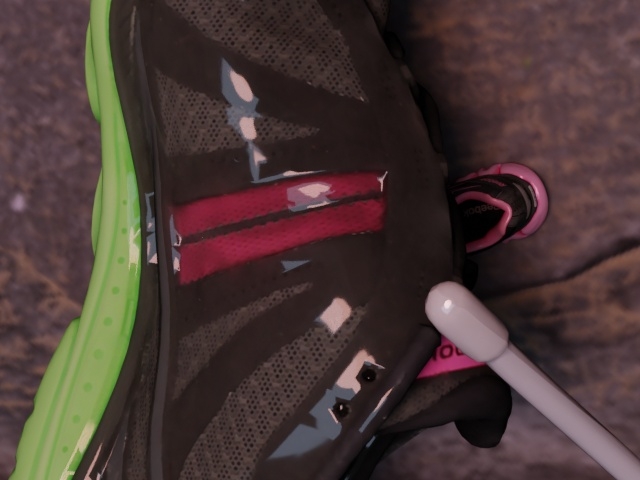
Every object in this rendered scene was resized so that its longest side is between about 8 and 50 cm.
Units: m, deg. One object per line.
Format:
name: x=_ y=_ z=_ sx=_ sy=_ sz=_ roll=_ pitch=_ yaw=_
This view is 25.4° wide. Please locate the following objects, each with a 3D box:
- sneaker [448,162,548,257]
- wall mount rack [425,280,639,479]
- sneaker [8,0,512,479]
sneaker: x=0.049 y=-0.003 z=0.687 sx=0.119 sy=0.057 sz=0.047 roll=-22 pitch=97 yaw=24
wall mount rack: x=0.095 y=0.194 z=0.545 sx=0.304 sy=0.130 sz=0.350 roll=39 pitch=89 yaw=4
sneaker: x=0.000 y=0.000 z=0.617 sx=0.202 sy=0.185 sz=0.483 roll=14 pitch=101 yaw=21
